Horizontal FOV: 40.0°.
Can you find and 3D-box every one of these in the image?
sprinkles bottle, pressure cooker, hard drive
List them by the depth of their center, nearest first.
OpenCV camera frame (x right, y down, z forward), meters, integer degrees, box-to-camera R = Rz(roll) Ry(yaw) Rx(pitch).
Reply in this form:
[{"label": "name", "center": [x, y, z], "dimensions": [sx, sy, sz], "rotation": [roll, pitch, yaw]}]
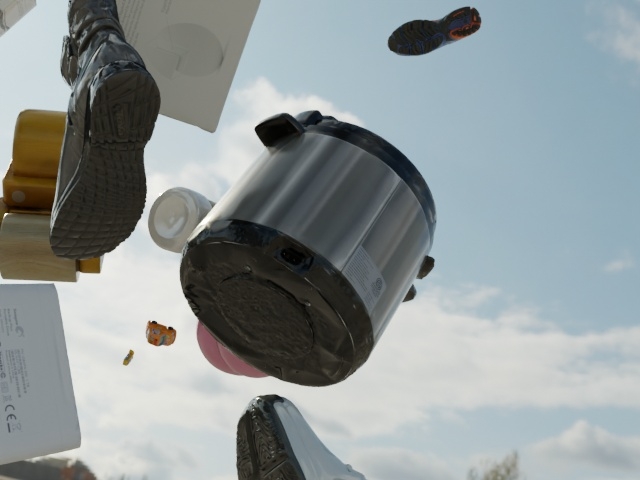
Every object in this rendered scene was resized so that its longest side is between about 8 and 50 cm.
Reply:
[{"label": "hard drive", "center": [-0.420, 0.154, 0.978], "dimensions": [0.040, 0.210, 0.318], "rotation": [-20, -13, 34]}, {"label": "pressure cooker", "center": [0.005, 0.000, 1.548], "dimensions": [0.375, 0.420, 0.370], "rotation": [24, -38, 15]}, {"label": "sprinkles bottle", "center": [-0.187, -0.007, 1.744], "dimensions": [0.121, 0.121, 0.355], "rotation": [-2, -12, 28]}]

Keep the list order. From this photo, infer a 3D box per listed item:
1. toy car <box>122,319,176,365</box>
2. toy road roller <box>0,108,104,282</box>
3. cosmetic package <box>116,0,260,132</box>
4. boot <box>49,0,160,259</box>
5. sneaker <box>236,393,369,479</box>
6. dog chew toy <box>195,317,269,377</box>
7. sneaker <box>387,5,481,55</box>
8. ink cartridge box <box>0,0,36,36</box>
[{"label": "toy car", "center": [-0.307, 0.196, 1.572], "dimensions": [0.060, 0.040, 0.122], "rotation": [34, -61, -4]}, {"label": "toy road roller", "center": [-0.489, -0.094, 1.593], "dimensions": [0.202, 0.330, 0.241], "rotation": [3, -61, -10]}, {"label": "cosmetic package", "center": [-0.244, -0.317, 1.383], "dimensions": [0.224, 0.224, 0.138], "rotation": [18, 9, -20]}, {"label": "boot", "center": [-0.310, -0.155, 1.208], "dimensions": [0.118, 0.223, 0.338], "rotation": [4, -49, -34]}, {"label": "sneaker", "center": [0.067, 0.397, 1.199], "dimensions": [0.257, 0.448, 0.169], "rotation": [-13, -22, -37]}, {"label": "dog chew toy", "center": [-0.136, 0.196, 1.837], "dimensions": [0.206, 0.207, 0.332], "rotation": [22, -6, -24]}, {"label": "sneaker", "center": [0.256, -0.465, 2.007], "dimensions": [0.221, 0.083, 0.087], "rotation": [-15, 0, -9]}, {"label": "ink cartridge box", "center": [-0.724, -0.491, 1.823], "dimensions": [0.158, 0.218, 0.092], "rotation": [40, -18, 1]}]
